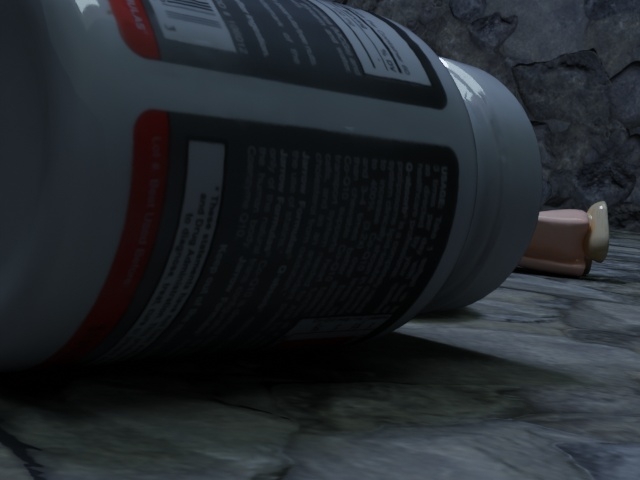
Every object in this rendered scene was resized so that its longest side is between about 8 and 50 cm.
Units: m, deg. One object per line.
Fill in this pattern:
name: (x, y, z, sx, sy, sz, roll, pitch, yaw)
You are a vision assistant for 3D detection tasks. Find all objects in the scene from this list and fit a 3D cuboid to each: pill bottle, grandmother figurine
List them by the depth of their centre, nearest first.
pill bottle: (-0.043, -0.039, 0.648, 0.210, 0.210, 0.363, 10, 6, 43)
grandmother figurine: (0.167, -0.014, 1.376, 0.342, 0.104, 0.208, 3, -23, -1)
